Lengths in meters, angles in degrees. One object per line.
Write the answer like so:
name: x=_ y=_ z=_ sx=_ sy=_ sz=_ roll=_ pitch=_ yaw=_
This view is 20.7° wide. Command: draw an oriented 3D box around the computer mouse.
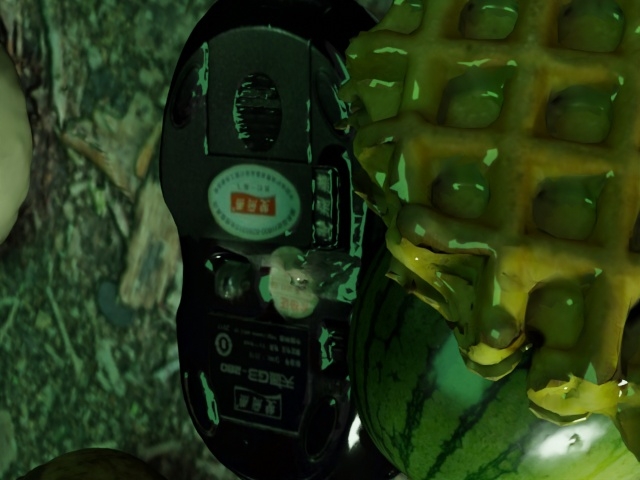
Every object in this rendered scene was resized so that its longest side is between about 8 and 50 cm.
computer mouse: x=0.000 y=0.000 z=0.793 sx=0.137 sy=0.096 sz=0.233 roll=14 pitch=107 yaw=45

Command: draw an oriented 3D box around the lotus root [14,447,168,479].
lotus root: x=-0.102 y=0.194 z=0.874 sx=0.214 sy=0.138 sz=0.138 roll=45 pitch=122 yaw=44

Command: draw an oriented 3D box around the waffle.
waffle: x=0.140 y=-0.040 z=0.610 sx=0.254 sy=0.052 sz=0.245 roll=-31 pitch=67 yaw=-6

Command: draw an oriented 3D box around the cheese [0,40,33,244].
cheese: x=-0.291 y=-0.069 z=0.972 sx=0.248 sy=0.251 sz=0.173 roll=47 pitch=124 yaw=10

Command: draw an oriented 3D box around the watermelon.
watermelon: x=0.099 y=0.026 z=0.689 sx=0.187 sy=0.141 sz=0.140 roll=-43 pitch=59 yaw=-7
